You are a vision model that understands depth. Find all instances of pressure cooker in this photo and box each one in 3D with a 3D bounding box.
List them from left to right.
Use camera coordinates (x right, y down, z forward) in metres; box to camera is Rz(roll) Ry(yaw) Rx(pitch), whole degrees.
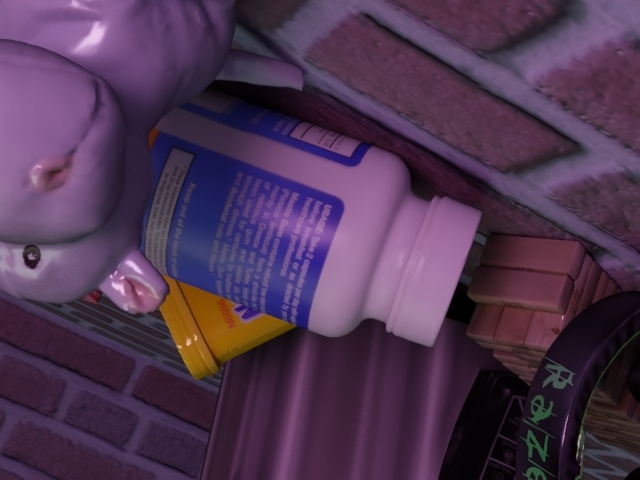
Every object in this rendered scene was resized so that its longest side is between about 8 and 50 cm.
[{"bbox_3d":[0.048,0.291,1.096,0.370,0.420,0.375,13,154,-3],"label":"pressure cooker"}]

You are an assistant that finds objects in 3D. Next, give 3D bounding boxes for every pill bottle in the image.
[{"bbox_3d":[-0.022,-0.015,0.783,0.272,0.152,0.152,21,164,7],"label":"pill bottle"}]

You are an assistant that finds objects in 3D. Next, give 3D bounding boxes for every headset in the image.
[{"bbox_3d":[0.332,0.171,0.800,0.394,0.243,0.185,7,178,-34],"label":"headset"}]

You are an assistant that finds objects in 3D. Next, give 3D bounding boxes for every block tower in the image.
[{"bbox_3d":[0.255,0.111,0.937,0.097,0.091,0.335,7,157,44],"label":"block tower"}]

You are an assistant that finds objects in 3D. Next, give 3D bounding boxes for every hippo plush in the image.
[{"bbox_3d":[-0.162,-0.096,0.561,0.234,0.236,0.294,20,164,8],"label":"hippo plush"}]

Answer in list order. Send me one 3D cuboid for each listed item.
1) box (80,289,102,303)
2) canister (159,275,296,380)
[{"bbox_3d":[-0.348,-0.037,1.186,0.123,0.128,0.257,13,161,31],"label":"box"},{"bbox_3d":[-0.059,0.029,0.888,0.126,0.170,0.073,62,174,18],"label":"canister"}]
